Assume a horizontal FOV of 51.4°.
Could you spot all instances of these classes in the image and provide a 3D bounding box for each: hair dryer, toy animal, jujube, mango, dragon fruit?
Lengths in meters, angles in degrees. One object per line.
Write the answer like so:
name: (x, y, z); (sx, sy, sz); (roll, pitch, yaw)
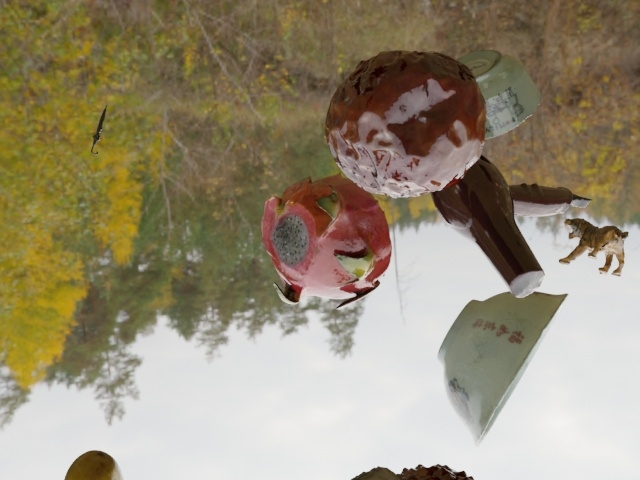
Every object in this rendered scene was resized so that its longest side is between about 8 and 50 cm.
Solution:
hair dryer: (0.368, -0.040, 1.140); (0.340, 0.123, 0.313); (0, -137, -27)
toy animal: (0.597, 0.003, 1.387); (0.114, 0.117, 0.255); (18, 175, 0)
jujube: (0.110, -0.155, 0.896); (0.212, 0.213, 0.232); (-5, -171, -2)
mango: (-0.436, 0.517, 1.289); (0.099, 0.228, 0.136); (-2, -173, 16)
dragon fruit: (0.000, 0.000, 1.384); (0.189, 0.291, 0.290); (-19, -167, -40)

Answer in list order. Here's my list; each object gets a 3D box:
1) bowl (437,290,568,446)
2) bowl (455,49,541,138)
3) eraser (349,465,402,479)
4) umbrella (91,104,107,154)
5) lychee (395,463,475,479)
bowl: (0.416, 0.271, 1.645); (0.195, 0.435, 0.434); (30, -160, 21)
bowl: (0.312, -0.295, 1.299); (0.211, 0.112, 0.212); (-19, -144, 15)
eraser: (-0.008, 0.285, 0.542); (0.077, 0.112, 0.352); (16, -173, 31)
umbrella: (-0.566, -0.286, 1.697); (0.022, 0.149, 0.022); (21, 153, -38)
lychee: (0.236, 0.686, 1.401); (0.424, 0.425, 0.500); (-2, 155, 27)
